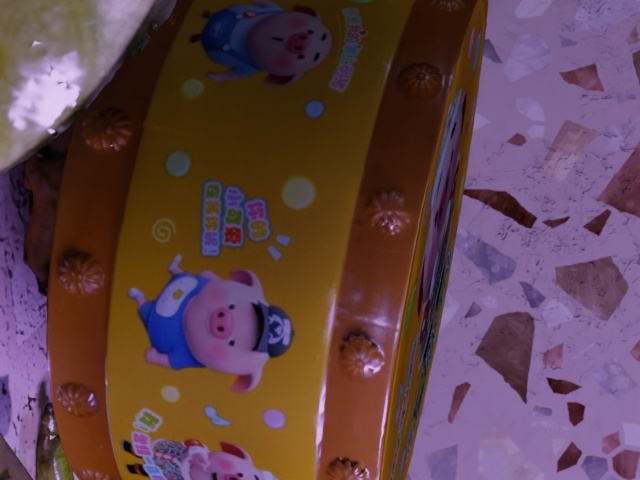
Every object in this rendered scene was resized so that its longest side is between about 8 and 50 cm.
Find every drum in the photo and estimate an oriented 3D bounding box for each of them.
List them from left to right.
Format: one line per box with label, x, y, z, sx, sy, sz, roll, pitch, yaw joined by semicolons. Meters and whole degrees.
drum;-0.017;0.005;0.829;0.431;0.214;0.431;10;90;-81

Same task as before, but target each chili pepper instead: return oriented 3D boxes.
chili pepper;-0.215;0.225;0.915;0.049;0.043;0.208;-4;101;-50

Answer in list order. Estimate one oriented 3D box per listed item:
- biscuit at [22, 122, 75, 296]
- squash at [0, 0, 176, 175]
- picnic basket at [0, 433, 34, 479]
biscuit;-0.145;-0.095;0.852;0.289;0.081;0.334;66;35;-75
squash;-0.138;-0.185;0.480;0.210;0.234;0.308;-39;137;-55
picnic basket;-0.235;0.106;0.449;0.266;0.165;0.139;81;25;-54
